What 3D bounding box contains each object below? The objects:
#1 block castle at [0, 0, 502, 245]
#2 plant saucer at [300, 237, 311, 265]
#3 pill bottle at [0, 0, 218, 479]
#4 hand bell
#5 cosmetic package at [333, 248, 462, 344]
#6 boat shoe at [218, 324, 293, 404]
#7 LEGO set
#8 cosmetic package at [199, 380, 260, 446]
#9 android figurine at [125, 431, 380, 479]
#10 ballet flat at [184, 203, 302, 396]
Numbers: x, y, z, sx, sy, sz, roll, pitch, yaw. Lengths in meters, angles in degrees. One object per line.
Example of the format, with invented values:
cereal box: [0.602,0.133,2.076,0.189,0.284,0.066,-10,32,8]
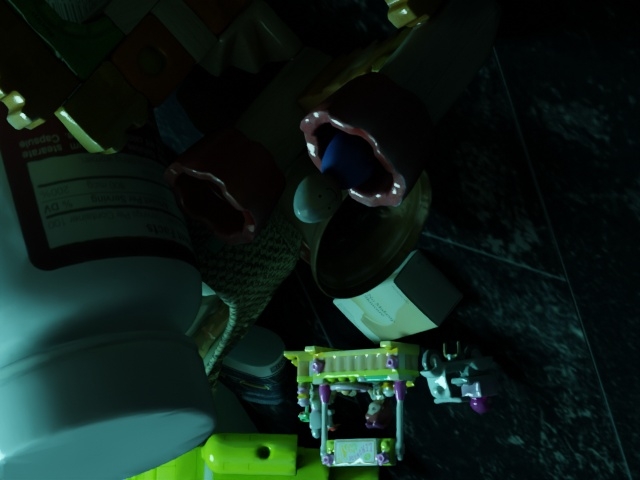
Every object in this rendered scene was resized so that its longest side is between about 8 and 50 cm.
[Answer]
block castle: [-0.129,-0.199,1.313,0.453,0.213,0.303,47,154,-16]
plant saucer: [0.000,0.000,1.699,0.083,0.013,0.083,30,152,18]
pill bottle: [-0.220,-0.012,1.522,0.224,0.224,0.392,116,140,-64]
hand bell: [-0.036,-0.068,1.568,0.242,0.126,0.126,38,158,34]
cosmetic package: [0.066,0.050,1.660,0.060,0.041,0.115,45,154,-10]
boat shoe: [-0.111,0.110,1.966,0.183,0.065,0.083,25,150,25]
LEGO set: [0.031,0.154,1.747,0.132,0.107,0.287,5,170,-31]
cosmetic package: [-0.196,0.213,2.214,0.284,0.097,0.377,16,146,42]
android figurine: [-0.074,0.245,1.990,0.272,0.056,0.248,2,163,3]
ballet flat: [-0.164,0.096,1.772,0.164,0.182,0.483,39,144,2]
